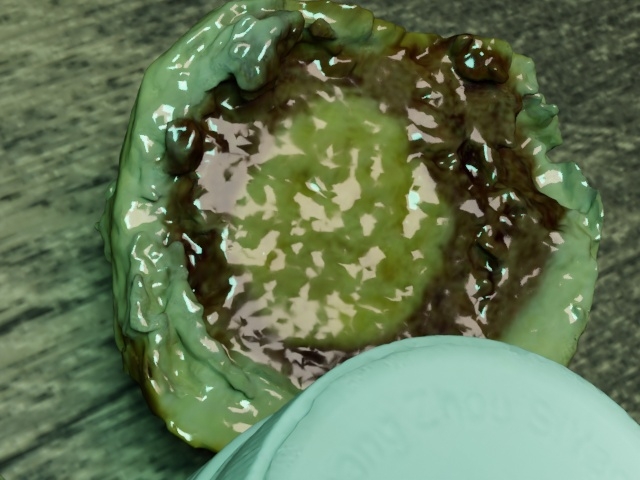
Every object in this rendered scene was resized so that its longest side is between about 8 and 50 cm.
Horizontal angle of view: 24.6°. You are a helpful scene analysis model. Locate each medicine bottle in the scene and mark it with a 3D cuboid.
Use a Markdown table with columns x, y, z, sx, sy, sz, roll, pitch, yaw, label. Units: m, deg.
| x | y | z | sx | sy | sz | roll | pitch | yaw | label |
| --- | --- | --- | --- | --- | --- | --- | --- | --- | --- |
| 0.000 | 0.174 | 0.596 | 0.190 | 0.332 | 0.189 | 9 | 65 | -19 | medicine bottle |

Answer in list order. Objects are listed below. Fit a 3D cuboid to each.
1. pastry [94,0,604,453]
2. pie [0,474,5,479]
| x | y | z | sx | sy | sz | roll | pitch | yaw | label |
| --- | --- | --- | --- | --- | --- | --- | --- | --- | --- |
| 0.006 | 0.007 | 0.779 | 0.256 | 0.170 | 0.236 | 9 | 84 | -24 | pastry |
| -0.277 | 0.159 | 0.602 | 0.338 | 0.075 | 0.337 | 8 | 65 | -18 | pie |
